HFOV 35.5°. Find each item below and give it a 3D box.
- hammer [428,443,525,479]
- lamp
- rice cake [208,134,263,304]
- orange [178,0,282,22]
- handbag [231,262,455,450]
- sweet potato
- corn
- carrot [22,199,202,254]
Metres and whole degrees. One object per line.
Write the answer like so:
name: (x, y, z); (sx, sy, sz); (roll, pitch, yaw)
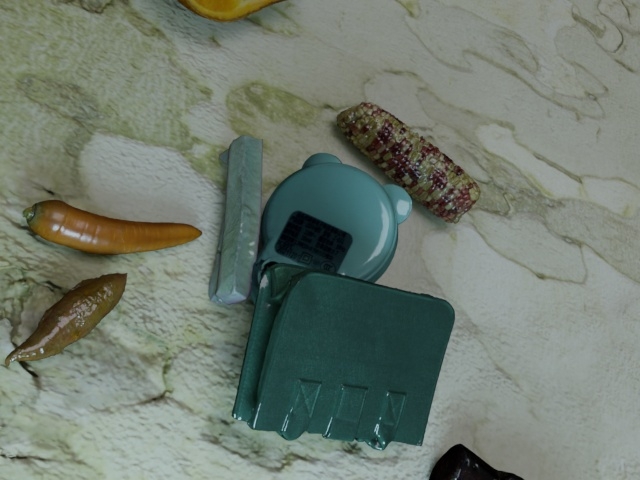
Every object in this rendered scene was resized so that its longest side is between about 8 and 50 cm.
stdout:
hammer: (0.218, 0.520, 1.423); (0.242, 0.095, 0.409); (35, 55, -12)
lamp: (0.001, 0.006, 1.514); (0.209, 0.147, 0.284); (25, 55, 15)
rice cake: (-0.126, -0.033, 1.509); (0.051, 0.081, 0.290); (30, 49, -39)
orange: (-0.129, -0.508, 1.669); (0.310, 0.274, 0.274); (-20, 73, -5)
handbag: (0.038, 0.169, 1.412); (0.326, 0.089, 0.238); (16, 88, -39)
sweet potato: (-0.329, 0.103, 1.305); (0.068, 0.060, 0.206); (21, 43, 26)
corn: (0.153, -0.142, 1.752); (0.290, 0.098, 0.098); (39, 49, -6)
carrot: (-0.285, -0.009, 1.402); (0.271, 0.066, 0.062); (11, 102, -32)
